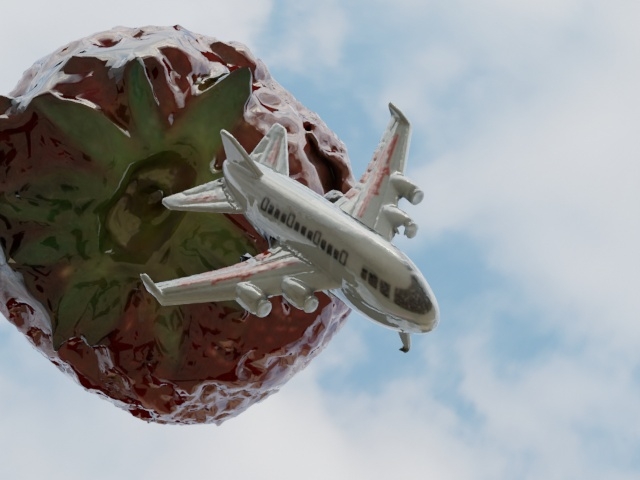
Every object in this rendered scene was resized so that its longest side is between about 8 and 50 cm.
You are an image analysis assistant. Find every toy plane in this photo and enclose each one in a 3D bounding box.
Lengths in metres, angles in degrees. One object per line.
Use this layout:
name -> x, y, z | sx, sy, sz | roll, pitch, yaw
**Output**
toy plane -> 0.000, 0.000, 0.815 | 0.162, 0.065, 0.171 | -36, -126, -19

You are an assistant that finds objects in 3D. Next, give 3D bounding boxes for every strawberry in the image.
strawberry -> -0.106, -0.013, 1.216 | 0.292, 0.310, 0.291 | 1, -82, 4
